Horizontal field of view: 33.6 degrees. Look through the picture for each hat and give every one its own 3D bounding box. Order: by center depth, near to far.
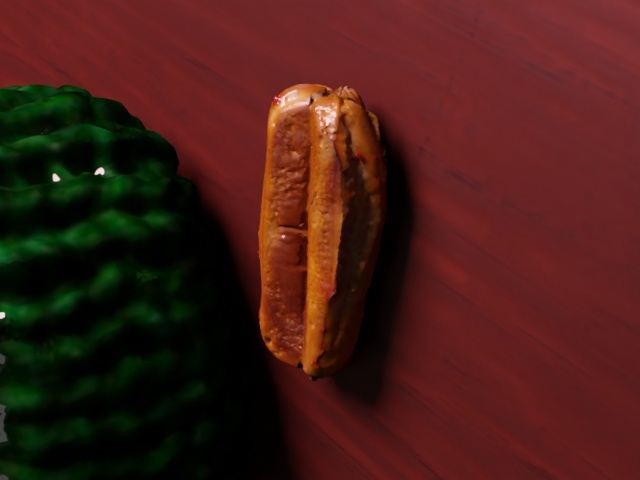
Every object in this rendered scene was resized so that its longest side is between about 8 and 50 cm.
[{"bbox_3d":[-0.213,0.075,0.513,0.242,0.332,0.274,-8,96,47],"label":"hat"}]

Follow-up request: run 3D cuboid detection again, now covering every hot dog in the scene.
[{"bbox_3d":[0.001,0.000,0.471,0.062,0.038,0.144,25,125,36],"label":"hot dog"}]
